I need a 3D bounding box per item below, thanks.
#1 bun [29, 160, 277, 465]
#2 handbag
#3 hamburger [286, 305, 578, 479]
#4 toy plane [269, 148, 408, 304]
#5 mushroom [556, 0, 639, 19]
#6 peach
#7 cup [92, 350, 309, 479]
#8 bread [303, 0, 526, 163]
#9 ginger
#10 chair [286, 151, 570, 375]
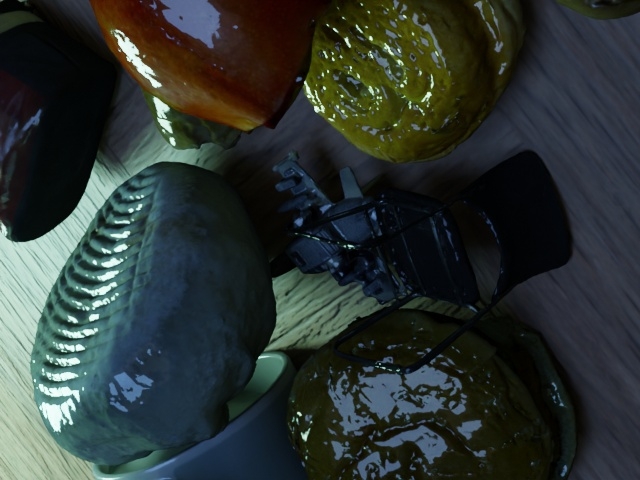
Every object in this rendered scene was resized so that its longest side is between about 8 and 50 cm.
[{"bbox_3d":[-0.170,0.082,1.638,0.194,0.354,0.354,29,145,-28],"label":"bun"},{"bbox_3d":[-0.362,-0.137,1.735,0.181,0.181,0.254,34,131,15],"label":"handbag"},{"bbox_3d":[0.109,0.195,1.546,0.285,0.134,0.265,-24,95,29],"label":"hamburger"},{"bbox_3d":[-0.006,0.006,1.593,0.192,0.088,0.262,50,138,-5],"label":"toy plane"},{"bbox_3d":[0.242,-0.329,1.139,0.128,0.128,0.350,26,135,25],"label":"mushroom"},{"bbox_3d":[-0.071,-0.258,1.312,0.281,0.281,0.338,-27,81,47],"label":"peach"},{"bbox_3d":[-0.096,0.329,1.698,0.259,0.357,0.274,-25,104,22],"label":"cup"},{"bbox_3d":[0.076,-0.175,1.379,0.198,0.120,0.236,40,137,5],"label":"bread"},{"bbox_3d":[-0.136,-0.210,1.545,0.116,0.109,0.263,35,136,41],"label":"ginger"},{"bbox_3d":[0.109,0.009,1.438,0.145,0.221,0.140,14,129,59],"label":"chair"}]
